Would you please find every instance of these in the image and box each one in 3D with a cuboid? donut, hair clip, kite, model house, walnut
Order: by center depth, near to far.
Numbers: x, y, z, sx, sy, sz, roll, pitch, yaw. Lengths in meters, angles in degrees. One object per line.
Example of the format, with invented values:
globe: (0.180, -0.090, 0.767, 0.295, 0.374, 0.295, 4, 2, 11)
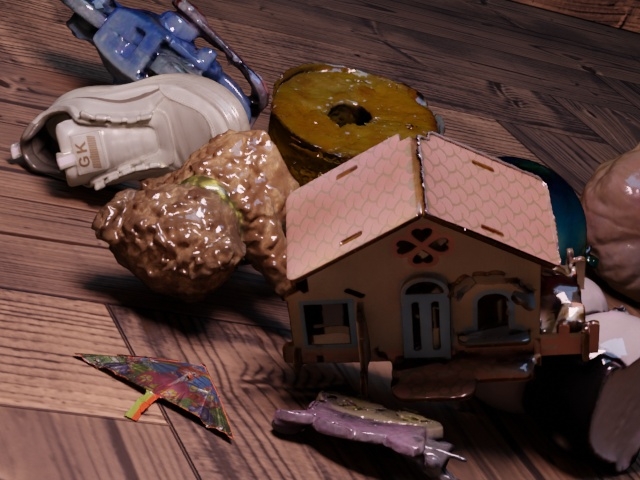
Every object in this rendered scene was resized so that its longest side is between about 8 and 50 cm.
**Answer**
kite: (-0.152, 0.146, 1.774, 0.190, 0.010, 0.159, 25, 22, 20)
hair clip: (0.062, 0.191, 1.801, 0.187, 0.056, 0.146, 24, 13, 18)
model house: (0.118, 0.022, 1.819, 0.326, 0.244, 0.169, -2, 44, 3)
donut: (0.039, -0.142, 2.516, 0.272, 0.107, 0.272, 10, 33, -7)
walnut: (0.478, -0.030, 2.530, 0.248, 0.248, 0.248, 18, 19, -6)

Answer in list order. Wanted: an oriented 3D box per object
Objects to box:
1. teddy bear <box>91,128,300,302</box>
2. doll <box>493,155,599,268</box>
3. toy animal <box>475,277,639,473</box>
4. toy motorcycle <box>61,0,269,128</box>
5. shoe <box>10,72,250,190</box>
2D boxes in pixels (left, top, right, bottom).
teddy bear: (-0.107, 0.005, 2.025, 0.246, 0.222, 0.296, 32, -18, 20)
doll: (0.203, -0.025, 2.323, 0.322, 0.186, 0.198, 20, 19, 9)
toy animal: (0.259, 0.129, 1.986, 0.187, 0.165, 0.235, -18, 42, -41)
toy motorcycle: (-0.226, -0.227, 2.530, 0.182, 0.241, 0.319, -38, 57, -20)
shoe: (-0.243, -0.119, 2.162, 0.316, 0.124, 0.159, 0, 20, 38)
